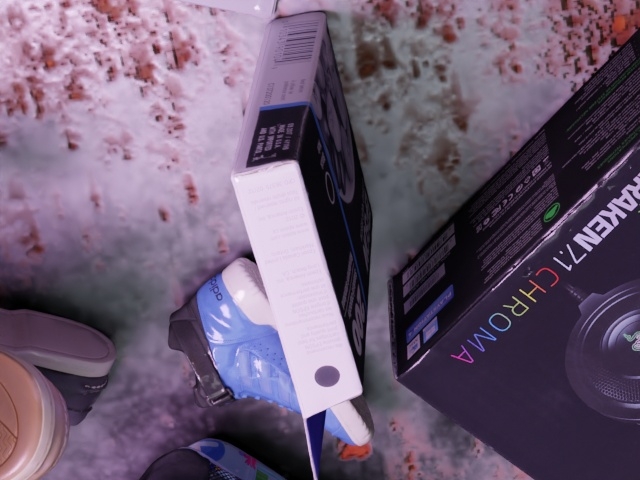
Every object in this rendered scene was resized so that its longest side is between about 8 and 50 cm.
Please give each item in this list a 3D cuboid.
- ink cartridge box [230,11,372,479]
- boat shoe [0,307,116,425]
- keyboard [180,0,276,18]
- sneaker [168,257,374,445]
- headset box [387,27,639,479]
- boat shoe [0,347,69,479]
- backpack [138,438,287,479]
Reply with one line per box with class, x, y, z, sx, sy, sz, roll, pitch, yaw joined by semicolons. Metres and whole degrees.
ink cartridge box;0.000;0.000;1.161;0.045;0.206;0.208;-8;119;9
boat shoe;-0.239;0.074;1.276;0.206;0.075;0.065;15;114;-13
keyboard;-0.147;-0.189;1.170;0.256;0.014;0.072;11;123;-5
sneaker;-0.037;0.091;1.291;0.084;0.058;0.152;-37;108;12
headset box;0.227;0.054;1.230;0.283;0.131;0.246;37;113;-18
boat shoe;-0.244;0.129;1.234;0.098;0.109;0.302;20;156;-41
backpack;-0.054;0.276;1.317;0.253;0.191;0.225;34;116;-9
